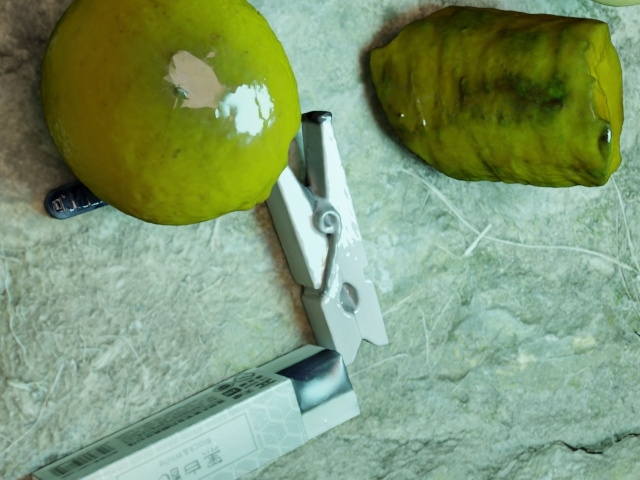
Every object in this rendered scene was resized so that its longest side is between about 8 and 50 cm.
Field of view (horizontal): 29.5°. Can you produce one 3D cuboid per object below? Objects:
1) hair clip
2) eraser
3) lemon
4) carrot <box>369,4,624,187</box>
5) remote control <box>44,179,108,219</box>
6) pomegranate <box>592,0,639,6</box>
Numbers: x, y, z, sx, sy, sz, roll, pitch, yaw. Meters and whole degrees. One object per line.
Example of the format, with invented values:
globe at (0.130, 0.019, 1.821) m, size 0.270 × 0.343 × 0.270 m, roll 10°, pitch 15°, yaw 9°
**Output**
hair clip at (0.002, 0.001, 1.589) m, size 0.101 × 0.085 × 0.331 m, roll -25°, pitch 106°, yaw -26°
eraser at (-0.145, 0.249, 1.502) m, size 0.403 × 0.098 × 0.096 m, roll -22°, pitch 104°, yaw -28°
lemon at (-0.168, -0.163, 1.369) m, size 0.297 × 0.297 × 0.297 m, roll -1°, pitch 92°, yaw -31°
carrot at (0.262, -0.194, 1.667) m, size 0.241 × 0.340 × 0.242 m, roll -28°, pitch 123°, yaw -56°
remote control at (-0.258, -0.062, 1.463) m, size 0.152 × 0.027 × 0.044 m, roll -23°, pitch 94°, yaw -31°
pomegranate at (0.414, -0.499, 1.709) m, size 0.338 × 0.338 × 0.338 m, roll -1°, pitch 92°, yaw -31°
